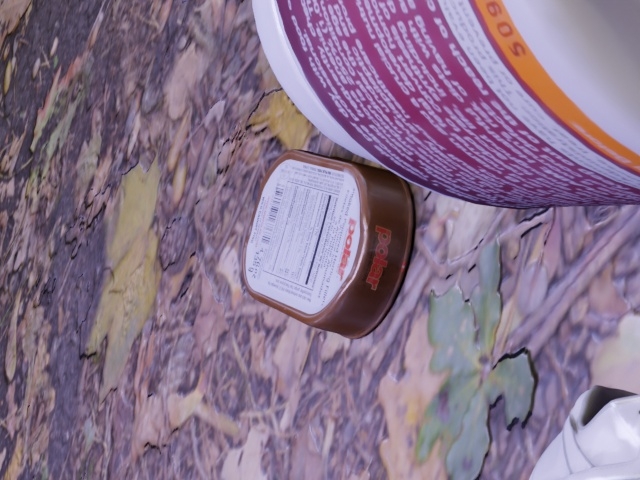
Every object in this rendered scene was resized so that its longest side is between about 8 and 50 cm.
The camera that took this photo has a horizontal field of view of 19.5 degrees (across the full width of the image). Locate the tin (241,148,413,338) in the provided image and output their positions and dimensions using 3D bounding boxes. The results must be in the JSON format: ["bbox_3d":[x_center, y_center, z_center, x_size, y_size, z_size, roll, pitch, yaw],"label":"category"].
[{"bbox_3d":[0.000,0.000,1.164,0.190,0.040,0.106,18,97,66],"label":"tin"}]

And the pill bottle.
[{"bbox_3d":[0.105,-0.125,0.744,0.392,0.224,0.224,-178,102,-75],"label":"pill bottle"}]

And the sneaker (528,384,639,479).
[{"bbox_3d":[0.142,0.109,0.725,0.232,0.090,0.115,24,95,65],"label":"sneaker"}]
